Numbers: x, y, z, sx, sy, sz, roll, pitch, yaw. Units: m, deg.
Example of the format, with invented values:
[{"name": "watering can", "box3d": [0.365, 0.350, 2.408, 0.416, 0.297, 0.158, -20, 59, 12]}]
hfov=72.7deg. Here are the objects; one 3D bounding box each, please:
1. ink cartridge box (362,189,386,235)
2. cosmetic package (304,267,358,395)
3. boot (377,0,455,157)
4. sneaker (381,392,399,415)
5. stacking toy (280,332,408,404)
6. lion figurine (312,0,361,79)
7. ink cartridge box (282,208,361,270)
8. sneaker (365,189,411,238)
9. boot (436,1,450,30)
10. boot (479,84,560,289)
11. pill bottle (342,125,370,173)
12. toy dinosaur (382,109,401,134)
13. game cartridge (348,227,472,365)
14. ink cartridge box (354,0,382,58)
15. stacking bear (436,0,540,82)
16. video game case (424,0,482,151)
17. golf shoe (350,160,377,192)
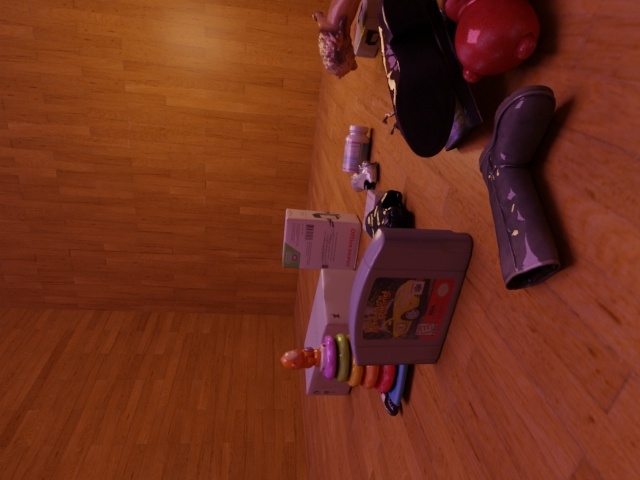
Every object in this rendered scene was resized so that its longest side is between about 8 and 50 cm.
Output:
[{"name": "ink cartridge box", "box3d": [0.165, -0.083, 1.290, 0.088, 0.052, 0.123, -112, 25, -69]}, {"name": "cosmetic package", "box3d": [0.051, 0.334, 1.525, 0.230, 0.161, 0.454, -95, 12, -45]}, {"name": "boot", "box3d": [0.149, -0.273, 0.784, 0.280, 0.096, 0.264, -60, -51, -82]}, {"name": "sneaker", "box3d": [0.178, 0.408, 1.105, 0.109, 0.040, 0.044, -100, -1, -69]}, {"name": "stacking toy", "box3d": [0.054, 0.288, 1.063, 0.175, 0.301, 0.166, -116, 30, -74]}, {"name": "lion figurine", "box3d": [0.081, -0.723, 1.332, 0.392, 0.142, 0.240, 109, 153, -45]}, {"name": "ink cartridge box", "box3d": [0.000, 0.000, 1.622, 0.115, 0.272, 0.199, -101, 17, -67]}, {"name": "sneaker", "box3d": [0.173, -0.010, 1.065, 0.130, 0.108, 0.287, 111, 159, -45]}, {"name": "boot", "box3d": [0.237, -0.419, 0.879, 0.161, 0.083, 0.247, 116, 155, -55]}, {"name": "boot", "box3d": [0.265, -0.062, 0.563, 0.190, 0.075, 0.209, 80, -166, -60]}, {"name": "pill bottle", "box3d": [0.126, -0.316, 1.515, 0.087, 0.087, 0.160, -117, 32, -73]}, {"name": "toy dinosaur", "box3d": [0.210, -0.341, 1.157, 0.093, 0.053, 0.183, -56, 36, 44]}, {"name": "game cartridge", "box3d": [0.154, 0.117, 0.820, 0.060, 0.195, 0.295, -102, 17, -62]}, {"name": "ink cartridge box", "box3d": [0.166, -0.720, 1.445, 0.175, 0.072, 0.128, 116, 156, -69]}, {"name": "stacking bear", "box3d": [0.233, -0.378, 0.616, 0.175, 0.164, 0.290, -13, 84, 45]}, {"name": "video game case", "box3d": [0.198, -0.304, 0.757, 0.196, 0.026, 0.275, -7, -105, -84]}, {"name": "golf shoe", "box3d": [0.143, -0.189, 1.441, 0.176, 0.069, 0.086, 113, 152, -69]}]
